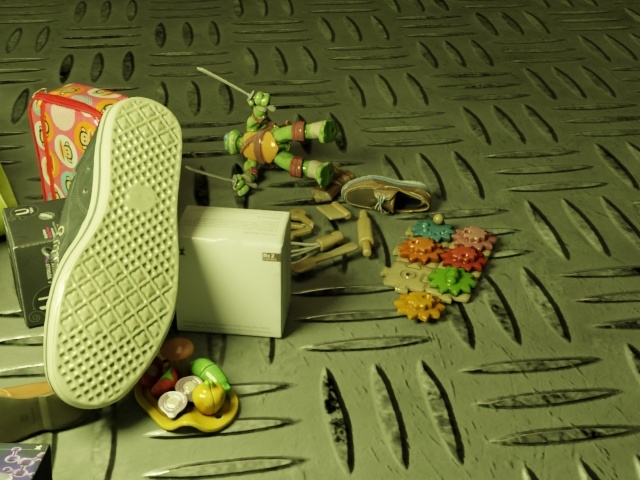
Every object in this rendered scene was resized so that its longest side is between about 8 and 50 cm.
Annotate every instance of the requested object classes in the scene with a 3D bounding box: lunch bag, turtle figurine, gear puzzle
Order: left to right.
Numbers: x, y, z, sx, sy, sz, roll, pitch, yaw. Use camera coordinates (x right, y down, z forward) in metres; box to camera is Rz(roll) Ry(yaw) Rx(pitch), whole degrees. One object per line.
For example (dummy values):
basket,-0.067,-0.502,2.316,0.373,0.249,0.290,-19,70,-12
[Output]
lunch bag,-0.436,-0.143,1.815,0.258,0.293,0.120,19,34,35
turtle figurine,-0.118,-0.193,1.992,0.266,0.274,0.197,8,68,24
gear puzzle,0.204,0.043,1.757,0.176,0.044,0.339,12,32,18

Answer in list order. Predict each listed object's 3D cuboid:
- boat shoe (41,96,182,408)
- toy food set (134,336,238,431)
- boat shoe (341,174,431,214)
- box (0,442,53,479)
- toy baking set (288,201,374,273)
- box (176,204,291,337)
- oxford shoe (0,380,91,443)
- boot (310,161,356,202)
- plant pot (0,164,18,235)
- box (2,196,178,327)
boat shoe,-0.316,0.019,1.477,0.187,0.156,0.500,19,59,-28
toy food set,-0.213,0.201,1.454,0.128,0.071,0.218,-22,37,-34
boat shoe,0.134,-0.088,1.957,0.183,0.066,0.066,-2,32,-4
box,-0.475,0.329,1.173,0.261,0.103,0.184,0,16,-1
toy baking set,0.007,-0.001,1.849,0.197,0.030,0.256,-4,31,-3
box,-0.143,0.050,1.604,0.181,0.181,0.119,4,29,5
oxford shoe,-0.441,0.242,1.394,0.212,0.076,0.076,-4,15,-24
boot,0.004,-0.120,2.043,0.106,0.037,0.114,17,39,30
plant pot,-0.740,-0.089,1.781,0.294,0.274,0.275,-24,36,-10
box,-0.387,0.020,1.663,0.270,0.165,0.143,-11,33,-21
